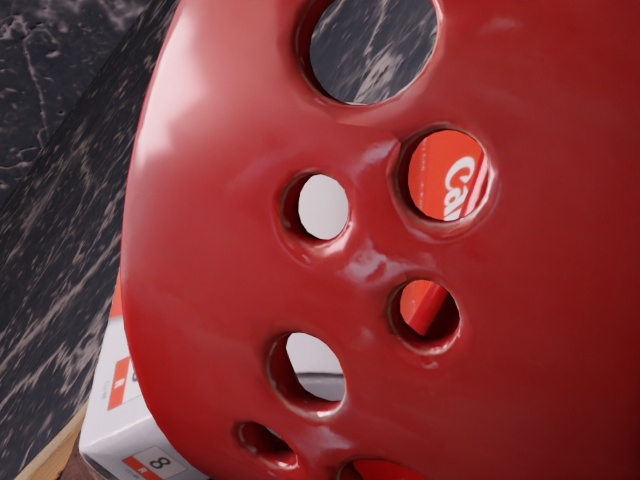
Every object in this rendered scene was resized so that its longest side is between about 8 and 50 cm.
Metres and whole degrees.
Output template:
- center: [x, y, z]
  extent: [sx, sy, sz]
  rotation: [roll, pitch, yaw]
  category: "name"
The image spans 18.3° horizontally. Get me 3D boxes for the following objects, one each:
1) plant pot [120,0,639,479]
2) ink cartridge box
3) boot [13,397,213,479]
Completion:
- center: [0.072, 0.000, 0.491]
  extent: [0.174, 0.191, 0.191]
  rotation: [21, 75, 30]
  category: "plant pot"
- center: [0.000, 0.000, 0.698]
  extent: [0.179, 0.045, 0.145]
  rotation: [-31, 33, 30]
  category: "ink cartridge box"
- center: [-0.029, 0.074, 0.776]
  extent: [0.248, 0.090, 0.207]
  rotation: [-54, 29, -6]
  category: "boot"
